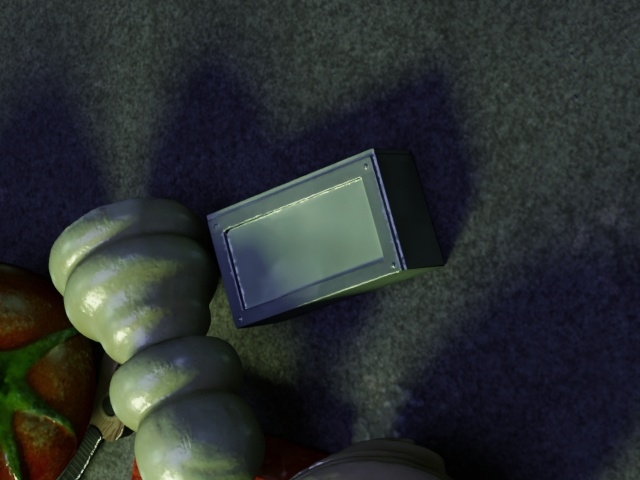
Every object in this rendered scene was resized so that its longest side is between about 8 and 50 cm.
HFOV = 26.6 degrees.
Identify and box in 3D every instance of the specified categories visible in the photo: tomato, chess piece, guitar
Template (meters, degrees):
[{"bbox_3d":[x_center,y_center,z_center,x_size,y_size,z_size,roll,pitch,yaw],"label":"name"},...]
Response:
[{"bbox_3d":[-0.422,0.174,1.602,0.239,0.303,0.304,-15,83,60],"label":"tomato"},{"bbox_3d":[-0.160,0.131,1.436,0.182,0.182,0.330,-42,55,27],"label":"chess piece"},{"bbox_3d":[-0.274,0.244,1.642,0.084,0.038,0.271,40,109,26],"label":"guitar"}]

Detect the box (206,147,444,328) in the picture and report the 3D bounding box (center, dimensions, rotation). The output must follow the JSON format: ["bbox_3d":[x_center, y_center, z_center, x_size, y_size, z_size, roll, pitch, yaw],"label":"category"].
[{"bbox_3d":[0.000,0.000,1.432,0.225,0.086,0.130,-21,81,32],"label":"box"}]

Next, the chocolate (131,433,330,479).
[{"bbox_3d":[-0.109,0.329,1.504,0.234,0.108,0.238,15,99,30],"label":"chocolate"}]

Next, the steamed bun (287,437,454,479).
[{"bbox_3d":[0.032,0.301,1.306,0.276,0.289,0.203,-33,68,13],"label":"steamed bun"}]
